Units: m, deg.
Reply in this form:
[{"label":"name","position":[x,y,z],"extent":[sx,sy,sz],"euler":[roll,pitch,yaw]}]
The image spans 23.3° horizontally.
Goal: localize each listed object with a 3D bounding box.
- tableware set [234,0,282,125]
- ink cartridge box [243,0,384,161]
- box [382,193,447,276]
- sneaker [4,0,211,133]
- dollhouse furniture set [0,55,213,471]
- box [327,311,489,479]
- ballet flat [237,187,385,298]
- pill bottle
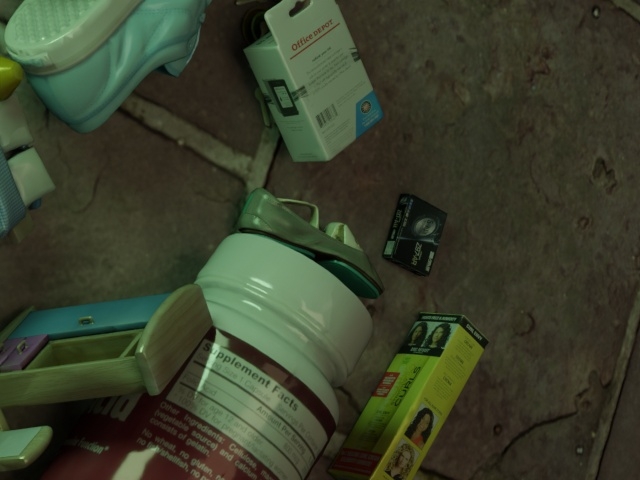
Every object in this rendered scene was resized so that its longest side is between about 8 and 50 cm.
[{"label":"tableware set","position":[-0.035,-0.209,1.735],"extent":[0.104,0.024,0.154],"euler":[-22,104,-36]},{"label":"ink cartridge box","position":[-0.013,-0.188,1.701],"extent":[0.104,0.060,0.180],"euler":[-39,116,-34]},{"label":"box","position":[0.114,-0.006,1.863],"extent":[0.067,0.018,0.083],"euler":[27,75,-35]},{"label":"sneaker","position":[-0.167,-0.252,1.581],"extent":[0.366,0.135,0.150],"euler":[-46,137,-26]},{"label":"dollhouse furniture set","position":[-0.269,0.008,1.371],"extent":[0.286,0.198,0.303],"euler":[-55,131,-59]},{"label":"box","position":[0.104,0.194,1.821],"extent":[0.058,0.087,0.232],"euler":[44,67,-28]},{"label":"ballet flat","position":[0.000,0.000,1.741],"extent":[0.213,0.072,0.068],"euler":[27,70,-35]},{"label":"pill bottle","position":[-0.122,0.200,1.551],"extent":[0.224,0.224,0.392],"euler":[47,64,-30]}]
